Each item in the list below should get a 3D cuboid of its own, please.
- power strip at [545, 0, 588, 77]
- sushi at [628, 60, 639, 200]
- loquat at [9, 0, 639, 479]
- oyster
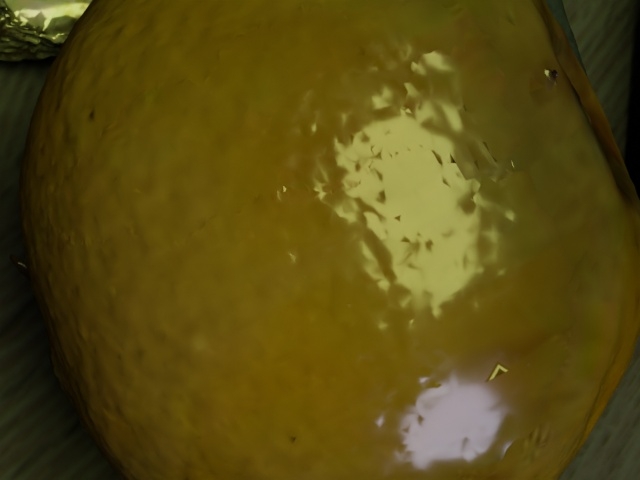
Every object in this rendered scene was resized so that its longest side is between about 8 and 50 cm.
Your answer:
[{"bbox_3d":[0.061,-0.168,0.739,0.105,0.070,0.256,-19,92,-31],"label":"power strip"},{"bbox_3d":[0.261,-0.059,0.786,0.126,0.136,0.225,9,82,-17],"label":"sushi"},{"bbox_3d":[0.000,0.000,0.576,0.275,0.275,0.274,5,80,-26],"label":"loquat"},{"bbox_3d":[-0.097,-0.112,0.669,0.200,0.061,0.106,19,56,-26],"label":"oyster"}]
